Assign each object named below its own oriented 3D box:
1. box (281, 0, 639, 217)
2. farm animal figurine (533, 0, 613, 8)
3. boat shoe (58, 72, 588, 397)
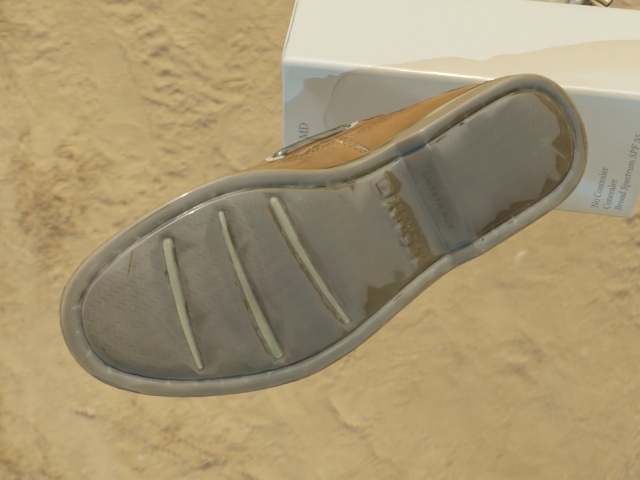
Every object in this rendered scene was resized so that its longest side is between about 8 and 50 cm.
[{"bbox_3d":[0.126,-0.124,1.068,0.311,0.121,0.148,6,137,6],"label":"box"},{"bbox_3d":[0.233,-0.260,1.449,0.172,0.330,0.327,24,75,12],"label":"farm animal figurine"},{"bbox_3d":[0.000,0.000,0.677,0.104,0.307,0.111,2,111,68],"label":"boat shoe"}]
